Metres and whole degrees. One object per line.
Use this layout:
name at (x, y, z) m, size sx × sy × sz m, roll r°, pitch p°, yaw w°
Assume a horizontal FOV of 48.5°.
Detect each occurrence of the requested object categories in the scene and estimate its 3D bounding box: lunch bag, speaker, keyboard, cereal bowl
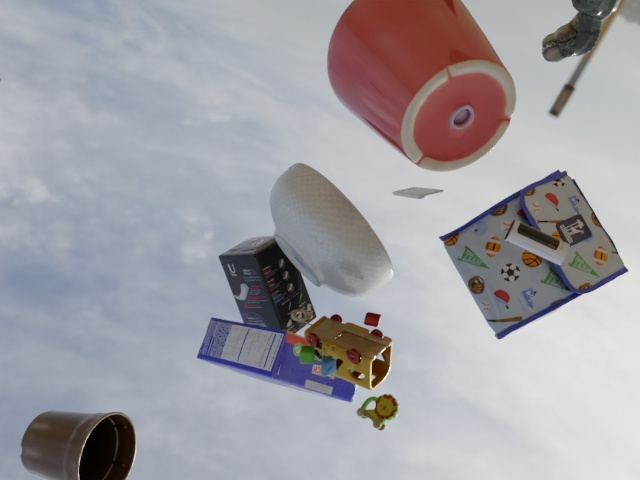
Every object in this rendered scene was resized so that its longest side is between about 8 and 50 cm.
lunch bag at (0.563, 0.037, 1.891) m, size 0.328 × 0.385 × 0.239 m, roll 63°, pitch -169°, yaw 11°
speaker at (0.490, 0.005, 1.607) m, size 0.136 × 0.055 × 0.055 m, roll 26°, pitch -152°, yaw 8°
keyboard at (0.265, -0.135, 1.960) m, size 0.072 × 0.014 × 0.256 m, roll -19°, pitch -171°, yaw -7°
cereal bowl at (0.000, 0.000, 1.586) m, size 0.141 × 0.339 × 0.339 m, roll -41°, pitch -121°, yaw -12°

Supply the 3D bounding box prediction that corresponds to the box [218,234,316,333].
box at (-0.149, 0.133, 2.024) m, size 0.165 × 0.270 × 0.143 m, roll -4°, pitch -159°, yaw 44°

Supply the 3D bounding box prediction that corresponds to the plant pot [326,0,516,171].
plant pot at (0.174, -0.256, 1.157) m, size 0.274 × 0.275 × 0.243 m, roll 7°, pitch -145°, yaw -29°

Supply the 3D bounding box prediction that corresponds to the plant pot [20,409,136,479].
plant pot at (-0.474, 0.404, 1.374) m, size 0.165 × 0.167 × 0.167 m, roll 3°, pitch -160°, yaw 24°

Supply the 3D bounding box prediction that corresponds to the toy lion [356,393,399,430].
toy lion at (0.158, 0.447, 1.887) m, size 0.100 × 0.096 × 0.034 m, roll 27°, pitch 170°, yaw 42°

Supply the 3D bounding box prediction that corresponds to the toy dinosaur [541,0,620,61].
toy dinosaur at (0.269, -0.288, 0.674) m, size 0.064 × 0.268 × 0.118 m, roll -12°, pitch -113°, yaw -7°

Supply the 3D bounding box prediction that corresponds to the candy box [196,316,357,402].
candy box at (-0.101, 0.292, 1.751) m, size 0.268 × 0.122 × 0.317 m, roll 28°, pitch 164°, yaw -39°

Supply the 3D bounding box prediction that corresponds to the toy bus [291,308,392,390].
toy bus at (0.045, 0.228, 1.445) m, size 0.190 × 0.104 × 0.202 m, roll -4°, pitch -154°, yaw -8°
